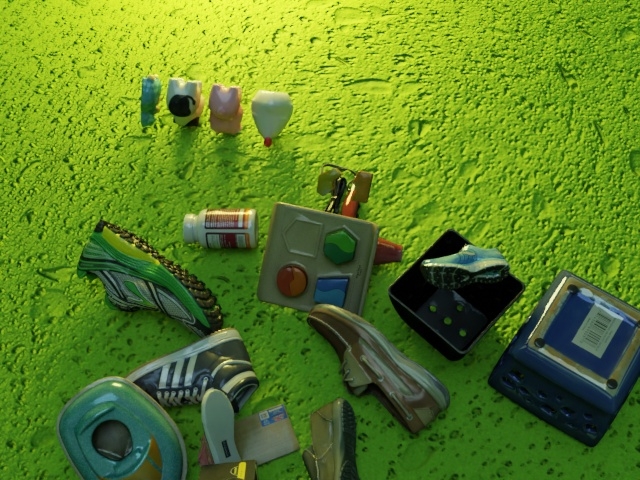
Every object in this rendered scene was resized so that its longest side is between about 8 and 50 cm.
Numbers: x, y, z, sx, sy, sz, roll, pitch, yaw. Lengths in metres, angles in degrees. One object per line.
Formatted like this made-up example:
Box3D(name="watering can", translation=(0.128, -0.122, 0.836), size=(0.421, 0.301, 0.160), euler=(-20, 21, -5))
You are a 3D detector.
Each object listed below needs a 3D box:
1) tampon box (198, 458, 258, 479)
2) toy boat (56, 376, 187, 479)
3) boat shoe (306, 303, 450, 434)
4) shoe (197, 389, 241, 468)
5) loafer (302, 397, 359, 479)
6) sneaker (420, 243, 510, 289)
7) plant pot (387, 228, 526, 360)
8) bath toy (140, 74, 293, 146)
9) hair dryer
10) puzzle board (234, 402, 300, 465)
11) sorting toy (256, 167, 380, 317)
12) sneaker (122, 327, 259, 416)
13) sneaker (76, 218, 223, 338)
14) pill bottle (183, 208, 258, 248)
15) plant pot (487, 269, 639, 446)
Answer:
Box3D(name="tampon box", translation=(-0.151, 0.480, 1.360), size=(0.102, 0.120, 0.160), euler=(-6, 104, -1))
Box3D(name="toy boat", translation=(-0.396, 0.418, 1.405), size=(0.318, 0.148, 0.267), euler=(-42, 96, -6))
Box3D(name="boat shoe", translation=(0.091, 0.243, 1.515), size=(0.324, 0.123, 0.116), euler=(36, 72, 21))
Box3D(name="shoe", translation=(-0.197, 0.363, 1.454), size=(0.064, 0.081, 0.177), euler=(-13, 90, -41))
Box3D(name="loafer", translation=(0.017, 0.417, 1.454), size=(0.088, 0.094, 0.251), euler=(-15, 50, 23))
Box3D(name="sneaker", translation=(0.264, 0.044, 1.464), size=(0.162, 0.063, 0.073), euler=(-3, 45, -3))
Box3D(name="plant pot", translation=(0.257, 0.127, 1.538), size=(0.188, 0.167, 0.187), euler=(40, 71, 21))
Box3D(name="bath toy", translation=(-0.236, -0.295, 1.808), size=(0.349, 0.151, 0.128), euler=(8, 102, 4))
Box3D(name="hair dryer", translation=(0.058, -0.043, 1.685), size=(0.224, 0.080, 0.293), euler=(-41, 68, -18))
Box3D(name="puzzle board", translation=(-0.114, 0.378, 1.513), size=(0.128, 0.011, 0.096), euler=(-19, 62, -8))
Box3D(name="sorting toy", translation=(0.000, 0.000, 1.596), size=(0.229, 0.041, 0.307), euler=(13, 100, 11))
Box3D(name="sneaker", translation=(-0.254, 0.292, 1.516), size=(0.282, 0.099, 0.153), euler=(-26, 62, -14))
Box3D(name="sneaker", translation=(-0.346, 0.103, 1.621), size=(0.344, 0.134, 0.146), euler=(33, 92, 15))
Box3D(name="pill bottle", translation=(-0.211, -0.025, 1.685), size=(0.152, 0.086, 0.086), euler=(1, 63, 3))
Box3D(name="plant pot", translation=(0.477, 0.207, 1.461), size=(0.236, 0.212, 0.236), euler=(31, 68, 18))
